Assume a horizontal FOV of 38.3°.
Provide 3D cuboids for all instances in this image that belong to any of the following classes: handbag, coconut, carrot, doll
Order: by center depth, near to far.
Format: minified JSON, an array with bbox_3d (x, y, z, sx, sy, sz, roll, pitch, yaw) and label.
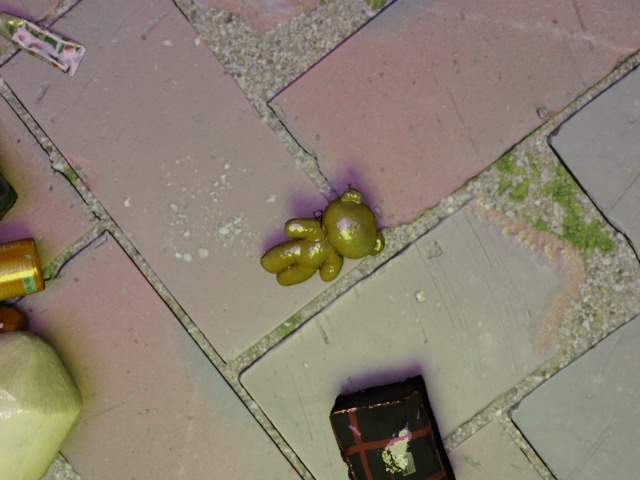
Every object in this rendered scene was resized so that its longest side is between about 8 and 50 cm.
[{"bbox_3d":[-0.520,0.268,1.510,0.237,0.237,0.266,31,99,1],"label":"coconut"},{"bbox_3d":[0.117,0.344,1.519,0.169,0.155,0.215,-17,95,11],"label":"handbag"},{"bbox_3d":[0.000,0.000,1.542,0.209,0.097,0.137,-26,115,16],"label":"doll"},{"bbox_3d":[-0.638,0.117,1.589,0.260,0.070,0.070,16,95,3],"label":"carrot"}]

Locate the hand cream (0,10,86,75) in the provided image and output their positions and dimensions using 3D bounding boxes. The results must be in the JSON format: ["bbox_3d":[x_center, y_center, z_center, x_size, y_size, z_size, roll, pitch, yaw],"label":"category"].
[{"bbox_3d":[-0.485,-0.342,1.571,0.165,0.037,0.057,27,95,-5],"label":"hand cream"}]

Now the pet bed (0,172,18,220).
[{"bbox_3d":[-0.634,-0.091,1.542,0.183,0.159,0.211,-39,93,-19],"label":"pet bed"}]

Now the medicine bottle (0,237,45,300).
[{"bbox_3d":[-0.565,0.060,1.540,0.192,0.096,0.096,-14,93,-17],"label":"medicine bottle"}]
